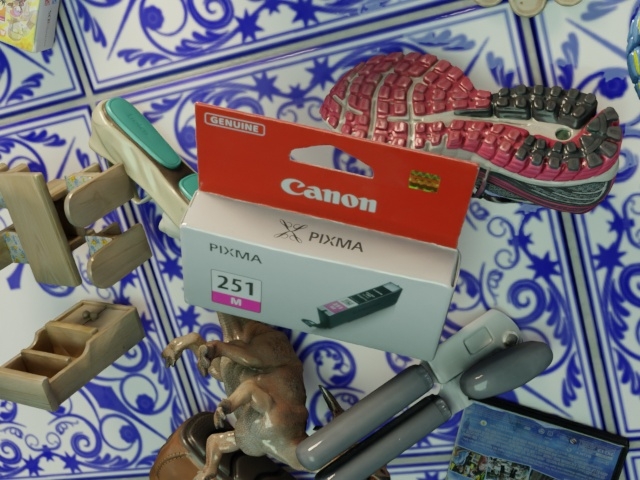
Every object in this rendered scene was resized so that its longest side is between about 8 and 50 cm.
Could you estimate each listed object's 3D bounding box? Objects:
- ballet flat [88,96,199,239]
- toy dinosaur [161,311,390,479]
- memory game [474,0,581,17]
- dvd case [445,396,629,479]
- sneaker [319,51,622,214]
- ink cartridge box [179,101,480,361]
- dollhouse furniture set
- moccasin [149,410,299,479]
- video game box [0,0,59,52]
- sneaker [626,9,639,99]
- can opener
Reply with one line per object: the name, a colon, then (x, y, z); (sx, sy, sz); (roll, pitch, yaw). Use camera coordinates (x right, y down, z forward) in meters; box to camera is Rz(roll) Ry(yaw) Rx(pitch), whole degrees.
ballet flat: (-0.168, -0.056, 1.061); (0.248, 0.086, 0.086); (45, 117, 10)
toy dinosaur: (-0.053, 0.168, 1.074); (0.127, 0.200, 0.296); (-43, 60, 51)
memory game: (0.195, -0.301, 0.880); (0.186, 0.012, 0.186); (7, 112, 17)
dvd case: (0.229, 0.307, 1.087); (0.180, 0.022, 0.253); (15, 113, 13)
sneaker: (0.136, -0.093, 0.926); (0.299, 0.121, 0.112); (19, 154, 22)
ink cartridge box: (0.000, 0.000, 0.923); (0.275, 0.060, 0.239); (13, 140, 6)
dollhouse furniture set: (-0.319, 0.044, 1.076); (0.212, 0.161, 0.242); (4, 119, 35)
moccasin: (-0.053, 0.378, 1.147); (0.380, 0.139, 0.147); (36, 118, 4)
video game box: (-0.380, -0.330, 1.051); (0.205, 0.048, 0.187); (22, 113, 11)
sneaker: (0.342, -0.133, 0.870); (0.078, 0.067, 0.188); (-31, 96, 5)
can opener: (0.105, 0.165, 0.979); (0.280, 0.093, 0.074); (-31, 94, -10)
